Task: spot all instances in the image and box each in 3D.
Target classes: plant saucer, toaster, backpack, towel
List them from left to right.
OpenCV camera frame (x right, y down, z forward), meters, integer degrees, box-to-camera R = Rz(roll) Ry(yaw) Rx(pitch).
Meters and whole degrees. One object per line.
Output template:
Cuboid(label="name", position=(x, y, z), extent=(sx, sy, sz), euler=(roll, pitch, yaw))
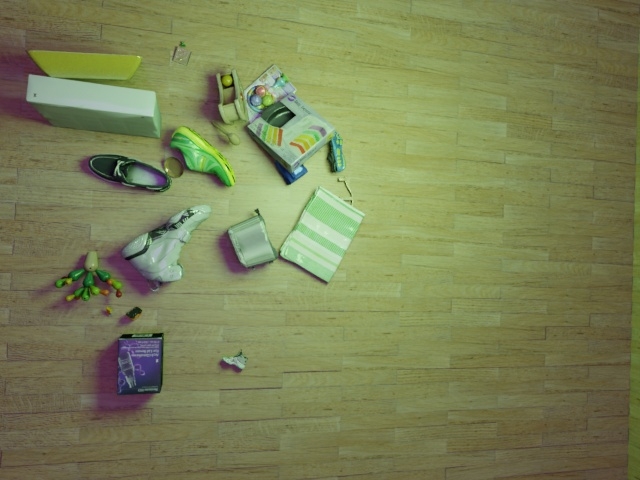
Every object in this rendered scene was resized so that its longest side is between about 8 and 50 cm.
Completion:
Cuboid(label="plant saucer", position=(-0.783, -0.591, 1.618), extent=(0.332, 0.333, 0.081), euler=(-5, 110, -20))
Cuboid(label="plant saucer", position=(-0.556, -0.281, 1.813), extent=(0.083, 0.015, 0.083), euler=(5, 116, 11))
Cuboid(label="toaster", position=(-0.268, 0.000, 1.843), extent=(0.146, 0.129, 0.227), euler=(-22, 96, -11))
Cuboid(label="backpack", position=(-0.116, -0.301, 1.900), extent=(0.098, 0.101, 0.120), euler=(-37, 96, -19))
Cuboid(label="towel", position=(0.011, -0.026, 1.938), extent=(0.247, 0.038, 0.325), euler=(30, 86, -14))

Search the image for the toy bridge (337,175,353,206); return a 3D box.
Cuboid(label="toy bridge", position=(0.106, -0.176, 1.992), extent=(0.063, 0.026, 0.188), euler=(-1, 89, -16))

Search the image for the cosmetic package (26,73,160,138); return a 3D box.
Cuboid(label="cosmetic package", position=(-0.758, -0.452, 1.643), extent=(0.377, 0.284, 0.098), euler=(4, 88, -15))

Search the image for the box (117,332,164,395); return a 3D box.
Cuboid(label="box", position=(-0.659, 0.451, 1.746), extent=(0.153, 0.108, 0.207), euler=(0, 89, -15))

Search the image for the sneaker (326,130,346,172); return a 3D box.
Cuboid(label="sneaker", position=(0.054, -0.369, 1.958), extent=(0.067, 0.078, 0.188), euler=(4, 73, -43))

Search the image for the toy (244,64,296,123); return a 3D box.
Cuboid(label="toy", position=(-0.221, -0.584, 1.899), extent=(0.237, 0.056, 0.137), euler=(-44, 98, -11))

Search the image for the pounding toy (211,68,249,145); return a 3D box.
Cuboid(label="pounding toy", position=(-0.365, -0.506, 1.796), extent=(0.154, 0.154, 0.270), euler=(-13, 79, 5))

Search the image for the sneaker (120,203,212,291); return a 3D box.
Cuboid(label="sneaker", position=(-0.534, 0.026, 1.774), extent=(0.365, 0.137, 0.210), euler=(-32, 97, -7))

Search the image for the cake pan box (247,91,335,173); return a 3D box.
Cuboid(label="cake pan box", position=(-0.116, -0.431, 1.865), extent=(0.245, 0.070, 0.267), euler=(-40, 72, -16))

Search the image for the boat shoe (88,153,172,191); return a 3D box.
Cuboid(label="boat shoe", position=(-0.703, -0.257, 1.753), extent=(0.302, 0.091, 0.114), euler=(10, 87, -14))

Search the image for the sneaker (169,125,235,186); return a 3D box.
Cuboid(label="sneaker", position=(-0.449, -0.307, 1.826), extent=(0.295, 0.109, 0.123), euler=(42, 101, -11))

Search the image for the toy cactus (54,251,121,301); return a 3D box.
Cuboid(label="toy cactus", position=(-0.833, 0.134, 1.725), extent=(0.218, 0.112, 0.181), euler=(2, 70, -12))

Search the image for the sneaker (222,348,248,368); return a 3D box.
Cuboid(label="sneaker", position=(-0.332, 0.457, 1.868), extent=(0.098, 0.038, 0.069), euler=(28, 81, -22))

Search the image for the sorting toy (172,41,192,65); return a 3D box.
Cuboid(label="sorting toy", position=(-0.532, -0.727, 1.843), extent=(0.062, 0.012, 0.083), euler=(18, 88, -9))

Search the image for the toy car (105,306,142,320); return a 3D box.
Cuboid(label="toy car", position=(-0.733, 0.268, 1.777), extent=(0.122, 0.060, 0.041), euler=(17, 129, 3))
